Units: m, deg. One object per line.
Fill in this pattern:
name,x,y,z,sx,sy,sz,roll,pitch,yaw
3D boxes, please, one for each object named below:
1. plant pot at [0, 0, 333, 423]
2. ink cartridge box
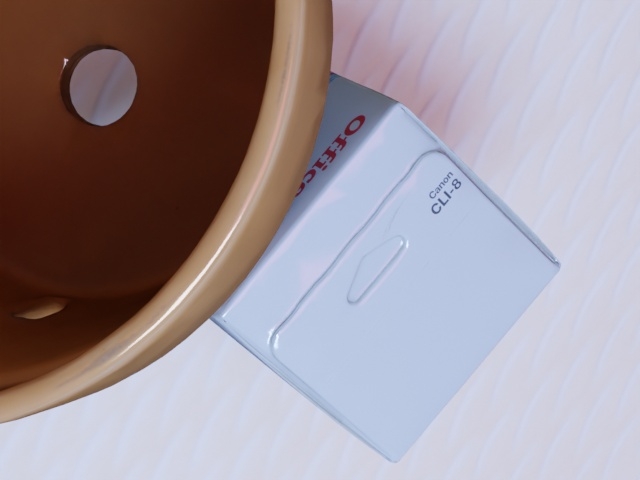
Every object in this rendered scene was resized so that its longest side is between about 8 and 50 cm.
plant pot,-0.121,-0.072,0.747,0.291,0.203,0.291,-1,87,14
ink cartridge box,0.000,0.000,0.915,0.127,0.176,0.128,42,86,-28
